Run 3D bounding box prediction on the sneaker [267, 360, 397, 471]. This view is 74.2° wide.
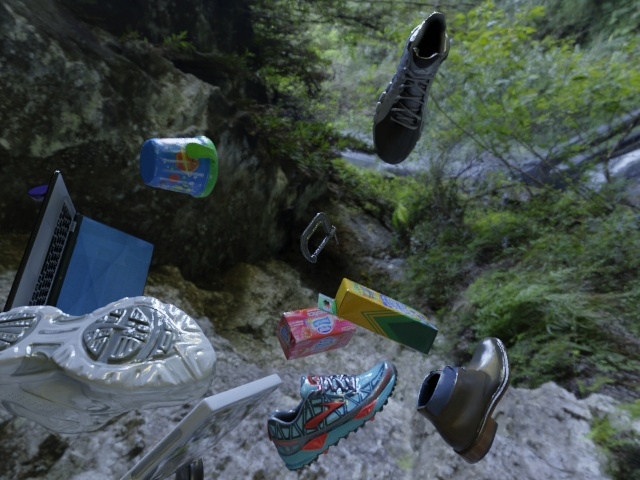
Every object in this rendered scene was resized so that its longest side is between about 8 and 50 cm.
[{"bbox_3d":[0.018,0.286,0.756,0.261,0.125,0.104,-36,-5,-6],"label":"sneaker"}]

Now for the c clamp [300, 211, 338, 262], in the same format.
[{"bbox_3d":[0.000,0.000,1.148,0.161,0.022,0.137,-49,-45,-40],"label":"c clamp"}]

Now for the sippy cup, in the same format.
[{"bbox_3d":[-0.538,-0.281,1.579,0.223,0.240,0.306,-2,-44,-43],"label":"sippy cup"}]

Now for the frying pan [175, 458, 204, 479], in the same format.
[{"bbox_3d":[-0.466,0.831,1.438,0.053,0.197,0.326,12,-60,-35],"label":"frying pan"}]

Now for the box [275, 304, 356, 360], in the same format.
[{"bbox_3d":[-0.017,0.328,1.539,0.256,0.128,0.123,-4,-41,-31],"label":"box"}]

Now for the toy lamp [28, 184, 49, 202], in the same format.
[{"bbox_3d":[-0.735,-0.018,1.198,0.080,0.080,0.275,-47,-40,-54],"label":"toy lamp"}]

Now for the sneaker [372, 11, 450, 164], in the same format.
[{"bbox_3d":[0.135,-0.231,0.644,0.132,0.086,0.229,-54,-20,-80],"label":"sneaker"}]

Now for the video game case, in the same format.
[{"bbox_3d":[-0.261,0.431,0.955,0.300,0.036,0.329,-44,-20,7],"label":"video game case"}]

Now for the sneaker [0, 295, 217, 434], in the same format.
[{"bbox_3d":[-0.188,0.117,0.367,0.090,0.231,0.116,-67,-28,-54],"label":"sneaker"}]

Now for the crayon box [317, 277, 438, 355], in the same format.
[{"bbox_3d":[0.156,0.202,1.223,0.203,0.322,0.083,-84,17,-85],"label":"crayon box"}]

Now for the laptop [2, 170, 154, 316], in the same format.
[{"bbox_3d":[-0.598,0.099,1.118,0.408,0.236,0.383,137,141,-61],"label":"laptop"}]

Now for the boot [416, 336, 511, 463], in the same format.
[{"bbox_3d":[0.224,0.211,0.656,0.082,0.106,0.219,-47,5,46],"label":"boot"}]
